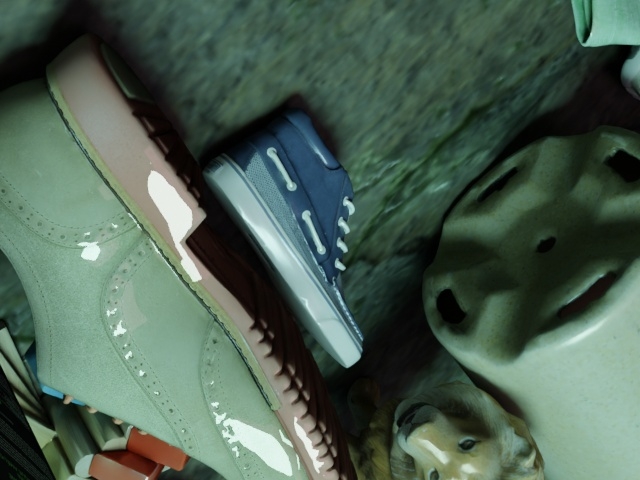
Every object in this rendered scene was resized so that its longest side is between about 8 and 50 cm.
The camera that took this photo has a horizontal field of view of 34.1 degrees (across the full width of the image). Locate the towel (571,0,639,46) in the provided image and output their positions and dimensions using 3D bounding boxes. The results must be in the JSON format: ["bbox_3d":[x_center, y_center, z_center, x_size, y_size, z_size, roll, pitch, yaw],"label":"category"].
[{"bbox_3d":[0.304,-0.267,0.758,0.325,0.038,0.248,-6,90,-28],"label":"towel"}]

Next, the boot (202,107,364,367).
[{"bbox_3d":[0.000,0.000,0.761,0.086,0.069,0.190,-37,114,-12],"label":"boot"}]

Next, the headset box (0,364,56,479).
[{"bbox_3d":[-0.282,0.143,0.544,0.246,0.283,0.131,-37,133,-8],"label":"headset box"}]

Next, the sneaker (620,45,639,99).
[{"bbox_3d":[0.385,-0.133,0.921,0.292,0.118,0.110,7,123,-35],"label":"sneaker"}]

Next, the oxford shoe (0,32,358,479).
[{"bbox_3d":[-0.095,0.072,0.677,0.146,0.140,0.397,-29,101,3],"label":"oxford shoe"}]

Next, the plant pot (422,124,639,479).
[{"bbox_3d":[0.258,0.079,0.872,0.334,0.334,0.305,-47,121,1],"label":"plant pot"}]

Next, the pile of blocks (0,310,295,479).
[{"bbox_3d":[-0.170,0.131,0.727,0.362,0.112,0.149,-28,131,-17],"label":"pile of blocks"}]

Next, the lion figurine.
[{"bbox_3d":[0.019,0.260,0.850,0.142,0.240,0.392,13,111,-38],"label":"lion figurine"}]
